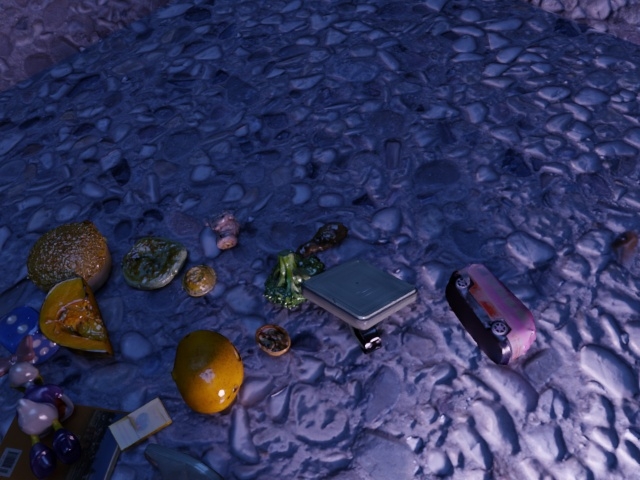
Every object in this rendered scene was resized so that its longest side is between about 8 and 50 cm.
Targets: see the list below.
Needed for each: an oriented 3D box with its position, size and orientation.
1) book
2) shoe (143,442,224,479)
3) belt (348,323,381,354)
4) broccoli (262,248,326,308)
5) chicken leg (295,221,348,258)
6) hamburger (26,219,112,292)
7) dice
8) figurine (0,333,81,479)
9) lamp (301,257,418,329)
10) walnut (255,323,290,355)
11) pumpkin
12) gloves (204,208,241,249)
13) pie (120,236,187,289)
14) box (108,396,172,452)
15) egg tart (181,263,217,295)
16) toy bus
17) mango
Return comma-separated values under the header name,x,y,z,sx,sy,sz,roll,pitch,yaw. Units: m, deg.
name,x,y,z,sx,sy,sz,roll,pitch,yaw
book,-0.749,0.595,1.719,0.374,0.028,0.262,4,52,15
shoe,-0.376,0.618,1.584,0.251,0.103,0.100,11,53,26
belt,0.130,0.270,1.761,0.058,0.105,0.140,-23,45,-13
broccoli,-0.089,0.104,1.883,0.220,0.194,0.194,-19,50,-11
chicken leg,0.000,0.001,2.038,0.198,0.069,0.085,-32,76,-7
hamburger,-0.868,0.066,2.072,0.276,0.179,0.294,-22,50,-8
dice,-0.930,0.303,1.916,0.146,0.146,0.143,31,64,30
figurine,-0.810,0.465,1.697,0.154,0.193,0.421,-35,48,-12
lamp,0.117,0.153,1.817,0.266,0.047,0.269,-22,36,-40
walnut,-0.142,0.307,1.818,0.121,0.052,0.091,30,61,28
pumpkin,-0.769,0.284,1.891,0.169,0.148,0.312,-25,56,-14
gloves,-0.339,-0.042,2.119,0.110,0.094,0.144,-33,60,-2
pie,-0.581,0.072,2.094,0.240,0.054,0.240,-7,51,8
box,-0.513,0.524,1.711,0.155,0.023,0.087,-28,59,-23
egg tart,-0.412,0.126,2.021,0.129,0.049,0.129,-4,51,5
toy bus,0.488,0.205,1.728,0.147,0.127,0.302,-24,51,-13
mango,-0.328,0.364,1.750,0.191,0.160,0.290,-33,43,-7
